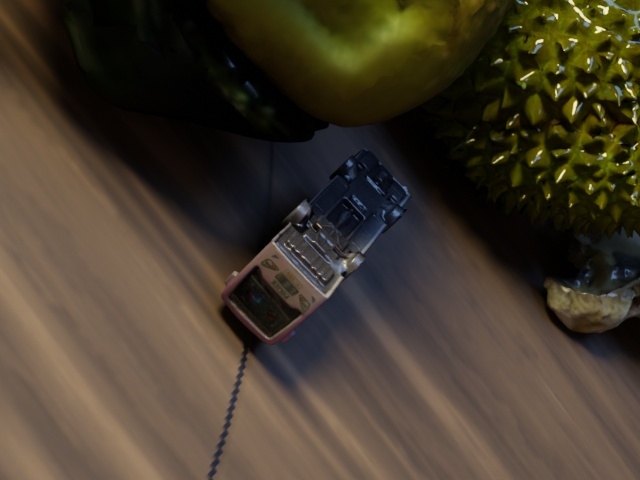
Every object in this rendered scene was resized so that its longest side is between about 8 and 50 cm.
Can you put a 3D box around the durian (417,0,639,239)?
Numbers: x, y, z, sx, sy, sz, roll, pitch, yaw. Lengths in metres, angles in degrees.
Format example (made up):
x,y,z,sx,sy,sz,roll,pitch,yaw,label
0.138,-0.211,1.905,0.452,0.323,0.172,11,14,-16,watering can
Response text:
x,y,z,sx,sy,sz,roll,pitch,yaw,label
0.134,-0.076,0.850,0.198,0.159,0.146,49,17,6,durian

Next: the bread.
x,y,z,sx,sy,sz,roll,pitch,yaw,label
0.012,-0.206,0.722,0.376,0.208,0.251,-62,150,-56,bread

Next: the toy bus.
x,y,z,sx,sy,sz,roll,pitch,yaw,label
0.000,0.000,0.702,0.037,0.052,0.130,46,29,-2,toy bus

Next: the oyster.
x,y,z,sx,sy,sz,roll,pitch,yaw,label
0.186,0.011,0.937,0.191,0.081,0.163,-7,39,-39,oyster
